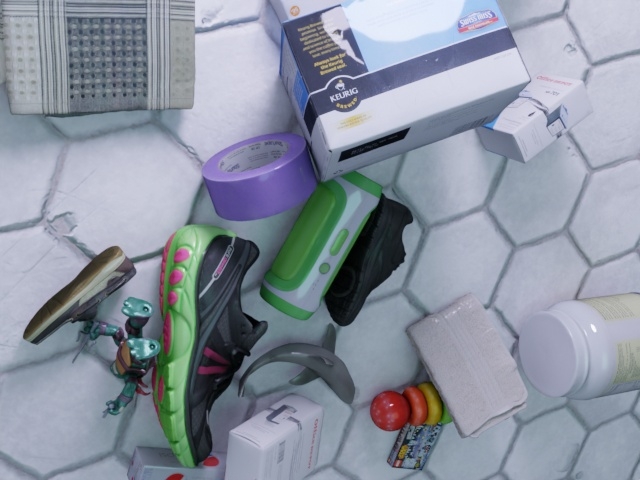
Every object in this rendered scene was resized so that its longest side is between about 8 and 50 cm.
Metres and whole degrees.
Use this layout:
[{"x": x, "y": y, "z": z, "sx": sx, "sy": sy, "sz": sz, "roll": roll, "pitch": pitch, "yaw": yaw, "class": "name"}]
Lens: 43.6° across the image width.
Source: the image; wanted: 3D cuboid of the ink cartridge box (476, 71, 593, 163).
[{"x": 0.435, "y": -0.254, "z": 1.640, "sx": 0.191, "sy": 0.140, "sz": 0.082, "roll": -38, "pitch": 120, "yaw": -9, "class": "ink cartridge box"}]

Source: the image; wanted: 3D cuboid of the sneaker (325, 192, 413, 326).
[{"x": 0.107, "y": 0.048, "z": 1.621, "sx": 0.130, "sy": 0.109, "sz": 0.286, "roll": 15, "pitch": 104, "yaw": -37, "class": "sneaker"}]

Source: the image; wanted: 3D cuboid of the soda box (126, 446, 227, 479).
[{"x": -0.271, "y": 0.468, "z": 1.611, "sx": 0.216, "sy": 0.074, "sz": 0.069, "roll": 13, "pitch": 103, "yaw": -30, "class": "soda box"}]

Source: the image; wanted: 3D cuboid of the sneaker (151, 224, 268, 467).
[{"x": -0.199, "y": 0.210, "z": 1.482, "sx": 0.202, "sy": 0.185, "sz": 0.482, "roll": 1, "pitch": 110, "yaw": -23, "class": "sneaker"}]

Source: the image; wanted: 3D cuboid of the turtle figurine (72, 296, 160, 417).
[{"x": -0.354, "y": 0.207, "z": 1.433, "sx": 0.118, "sy": 0.175, "sz": 0.234, "roll": -17, "pitch": 158, "yaw": -40, "class": "turtle figurine"}]

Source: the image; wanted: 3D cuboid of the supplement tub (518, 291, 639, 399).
[{"x": 0.661, "y": 0.249, "z": 1.894, "sx": 0.325, "sy": 0.235, "sz": 0.235, "roll": -4, "pitch": 111, "yaw": -25, "class": "supplement tub"}]

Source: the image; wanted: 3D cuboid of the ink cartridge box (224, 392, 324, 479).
[{"x": -0.092, "y": 0.426, "z": 1.619, "sx": 0.218, "sy": 0.092, "sz": 0.158, "roll": -18, "pitch": 121, "yaw": -54, "class": "ink cartridge box"}]

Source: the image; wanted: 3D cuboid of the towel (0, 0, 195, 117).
[{"x": -0.352, "y": -0.357, "z": 1.269, "sx": 0.312, "sy": 0.056, "sz": 0.324, "roll": -7, "pitch": 110, "yaw": -27, "class": "towel"}]

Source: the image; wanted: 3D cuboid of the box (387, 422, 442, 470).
[{"x": 0.223, "y": 0.475, "z": 1.887, "sx": 0.094, "sy": 0.027, "sz": 0.137, "roll": 14, "pitch": 103, "yaw": -29, "class": "box"}]

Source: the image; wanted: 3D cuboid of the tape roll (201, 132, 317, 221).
[{"x": -0.106, "y": -0.113, "z": 1.397, "sx": 0.189, "sy": 0.189, "sz": 0.080, "roll": -26, "pitch": 118, "yaw": -16, "class": "tape roll"}]

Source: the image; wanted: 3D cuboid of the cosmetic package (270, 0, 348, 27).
[{"x": 0.032, "y": -0.447, "z": 1.411, "sx": 0.239, "sy": 0.060, "sz": 0.098, "roll": -34, "pitch": 120, "yaw": -11, "class": "cosmetic package"}]

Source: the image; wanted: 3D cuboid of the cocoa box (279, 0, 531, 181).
[{"x": 0.126, "y": -0.279, "z": 1.349, "sx": 0.347, "sy": 0.231, "sz": 0.227, "roll": -20, "pitch": 83, "yaw": -6, "class": "cocoa box"}]

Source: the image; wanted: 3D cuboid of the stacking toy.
[{"x": 0.270, "y": 0.370, "z": 1.816, "sx": 0.330, "sy": 0.141, "sz": 0.141, "roll": -9, "pitch": 113, "yaw": -19, "class": "stacking toy"}]

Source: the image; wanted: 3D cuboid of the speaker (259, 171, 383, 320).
[{"x": 0.000, "y": 0.000, "z": 1.530, "sx": 0.131, "sy": 0.131, "sz": 0.296, "roll": 26, "pitch": 97, "yaw": -32, "class": "speaker"}]

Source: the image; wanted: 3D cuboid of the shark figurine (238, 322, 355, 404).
[{"x": -0.034, "y": 0.249, "z": 1.609, "sx": 0.278, "sy": 0.116, "sz": 0.166, "roll": 8, "pitch": 90, "yaw": -26, "class": "shark figurine"}]

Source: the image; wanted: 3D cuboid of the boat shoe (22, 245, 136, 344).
[{"x": -0.415, "y": 0.107, "z": 1.394, "sx": 0.223, "sy": 0.080, "sz": 0.073, "roll": -45, "pitch": 117, "yaw": -10, "class": "boat shoe"}]

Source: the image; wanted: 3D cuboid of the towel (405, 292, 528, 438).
[{"x": 0.328, "y": 0.277, "z": 1.766, "sx": 0.187, "sy": 0.049, "sz": 0.282, "roll": -26, "pitch": 82, "yaw": -17, "class": "towel"}]
